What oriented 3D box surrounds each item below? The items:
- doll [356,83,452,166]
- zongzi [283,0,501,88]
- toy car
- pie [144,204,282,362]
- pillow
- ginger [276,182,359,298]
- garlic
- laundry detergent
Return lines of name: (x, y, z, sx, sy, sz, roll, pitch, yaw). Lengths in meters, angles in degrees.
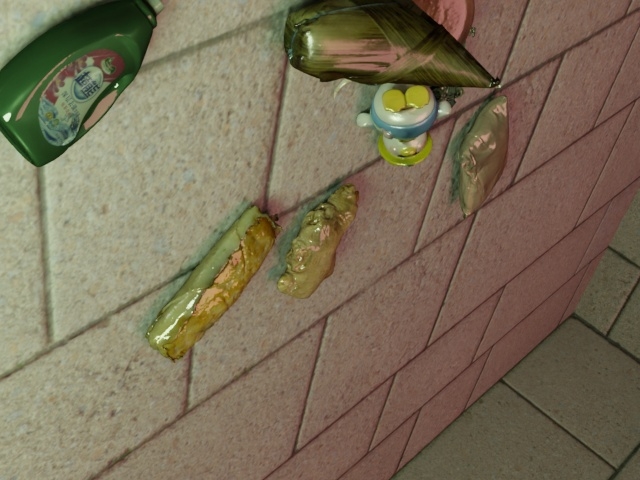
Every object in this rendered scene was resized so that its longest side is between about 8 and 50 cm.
doll: (0.139, -0.192, 1.534, 0.135, 0.099, 0.241, -39, 158, -10)
zongzi: (0.090, -0.237, 1.228, 0.221, 0.242, 0.112, -32, 155, -42)
toy car: (0.209, -0.305, 1.562, 0.093, 0.058, 0.186, -21, 123, -51)
pie: (-0.155, 0.064, 1.430, 0.282, 0.068, 0.128, -53, 157, -6)
pillow: (0.341, -0.171, 1.965, 0.173, 0.067, 0.270, -52, 156, -14)
ginger: (-0.003, 0.002, 1.599, 0.137, 0.074, 0.213, -28, 152, -58)
garlic: (0.139, -0.306, 1.410, 0.266, 0.148, 0.128, -63, -170, 13)
laundry detergent: (-0.241, -0.175, 0.964, 0.211, 0.063, 0.137, -47, 157, -16)
